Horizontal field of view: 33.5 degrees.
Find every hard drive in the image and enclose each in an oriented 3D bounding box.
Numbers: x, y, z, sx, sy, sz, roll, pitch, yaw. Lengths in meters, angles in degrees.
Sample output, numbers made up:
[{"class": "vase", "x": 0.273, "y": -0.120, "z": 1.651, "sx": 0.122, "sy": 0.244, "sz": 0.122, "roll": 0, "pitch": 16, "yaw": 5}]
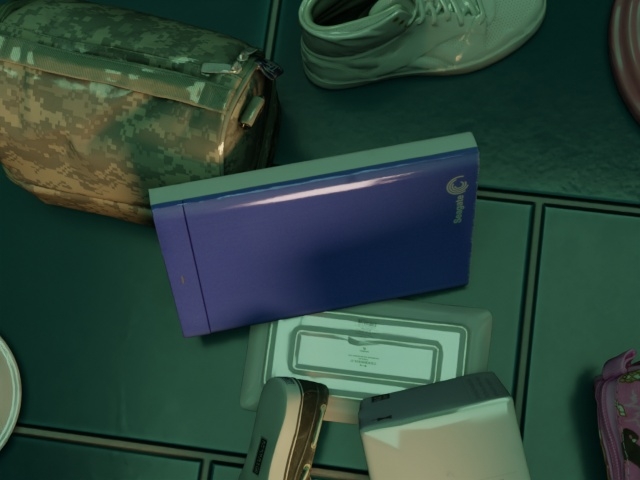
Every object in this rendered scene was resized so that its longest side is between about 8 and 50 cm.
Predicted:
[{"class": "hard drive", "x": 0.000, "y": 0.000, "z": 1.097, "sx": 0.319, "sy": 0.210, "sz": 0.040, "roll": -10, "pitch": 50, "yaw": -5}]

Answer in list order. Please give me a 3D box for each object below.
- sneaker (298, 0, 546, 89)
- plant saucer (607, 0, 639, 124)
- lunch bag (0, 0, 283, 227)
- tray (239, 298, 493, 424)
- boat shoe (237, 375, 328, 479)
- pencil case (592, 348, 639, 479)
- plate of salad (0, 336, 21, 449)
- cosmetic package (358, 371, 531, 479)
[{"class": "sneaker", "x": 0.117, "y": -0.252, "z": 1.172, "sx": 0.293, "sy": 0.169, "sz": 0.108, "roll": -16, "pitch": 77, "yaw": 0}, {"class": "plant saucer", "x": 0.494, "y": -0.233, "z": 1.181, "sx": 0.332, "sy": 0.084, "sz": 0.332, "roll": -1, "pitch": 79, "yaw": 4}, {"class": "lunch bag", "x": -0.194, "y": -0.137, "z": 1.129, "sx": 0.305, "sy": 0.256, "sz": 0.212, "roll": 14, "pitch": 81, "yaw": 7}, {"class": "tray", "x": 0.050, "y": 0.130, "z": 1.174, "sx": 0.270, "sy": 0.030, "sz": 0.145, "roll": 6, "pitch": 79, "yaw": 6}, {"class": "boat shoe", "x": -0.041, "y": 0.253, "z": 1.132, "sx": 0.070, "sy": 0.078, "sz": 0.219, "roll": 12, "pitch": 99, "yaw": -32}, {"class": "pencil case", "x": 0.368, "y": 0.301, "z": 1.054, "sx": 0.160, "sy": 0.167, "sz": 0.386, "roll": -10, "pitch": 76, "yaw": 34}, {"class": "plate of salad", "x": -0.437, "y": 0.176, "z": 1.196, "sx": 0.200, "sy": 0.048, "sz": 0.199, "roll": 1, "pitch": 77, "yaw": -6}, {"class": "cosmetic package", "x": 0.130, "y": 0.245, "z": 1.068, "sx": 0.152, "sy": 0.151, "sz": 0.183, "roll": -12, "pitch": 92, "yaw": 2}]
